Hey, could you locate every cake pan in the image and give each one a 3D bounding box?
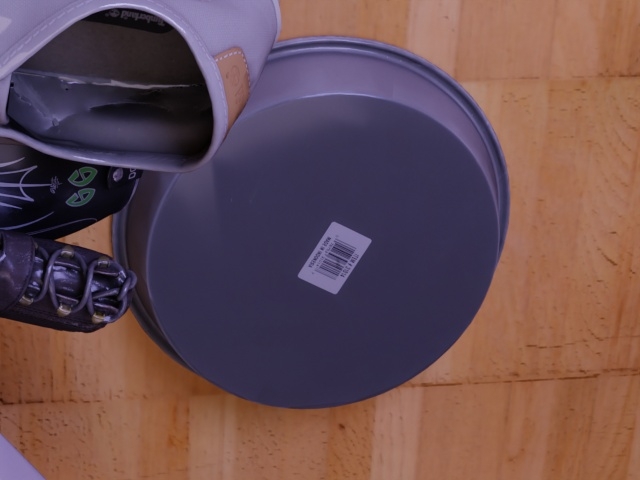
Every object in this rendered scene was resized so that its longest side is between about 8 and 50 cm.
[{"bbox_3d":[0.000,0.000,1.313,0.293,0.054,0.293,-5,118,-10],"label":"cake pan"}]

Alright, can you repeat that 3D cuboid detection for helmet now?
[{"bbox_3d":[-0.210,-0.073,1.178,0.161,0.169,0.169,-4,120,-29],"label":"helmet"}]

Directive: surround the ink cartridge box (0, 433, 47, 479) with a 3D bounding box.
[{"bbox_3d":[-0.390,0.202,1.154,0.394,0.166,0.285,-8,147,15],"label":"ink cartridge box"}]

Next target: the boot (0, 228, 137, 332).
[{"bbox_3d":[-0.209,0.002,1.031,0.229,0.263,0.091,15,82,-24],"label":"boot"}]

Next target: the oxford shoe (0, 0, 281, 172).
[{"bbox_3d":[-0.241,-0.117,1.003,0.449,0.130,0.169,5,142,-10],"label":"oxford shoe"}]
